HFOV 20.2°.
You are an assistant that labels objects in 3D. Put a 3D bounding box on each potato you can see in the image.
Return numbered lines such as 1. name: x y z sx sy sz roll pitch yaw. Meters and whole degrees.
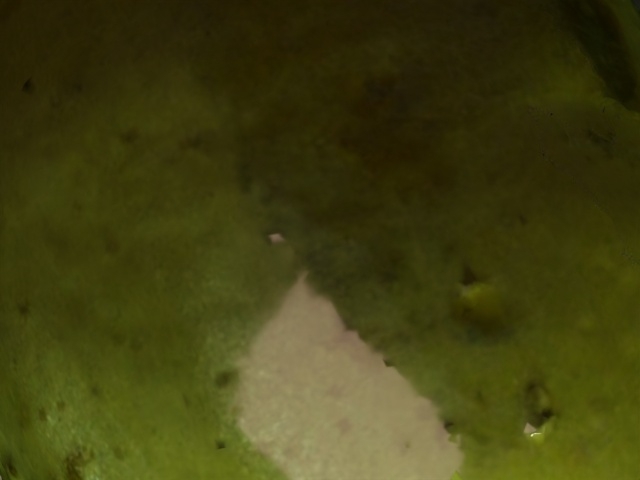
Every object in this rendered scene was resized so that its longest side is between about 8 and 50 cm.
1. potato: -0.001 0.000 0.476 0.216 0.216 0.304 -33 80 24
